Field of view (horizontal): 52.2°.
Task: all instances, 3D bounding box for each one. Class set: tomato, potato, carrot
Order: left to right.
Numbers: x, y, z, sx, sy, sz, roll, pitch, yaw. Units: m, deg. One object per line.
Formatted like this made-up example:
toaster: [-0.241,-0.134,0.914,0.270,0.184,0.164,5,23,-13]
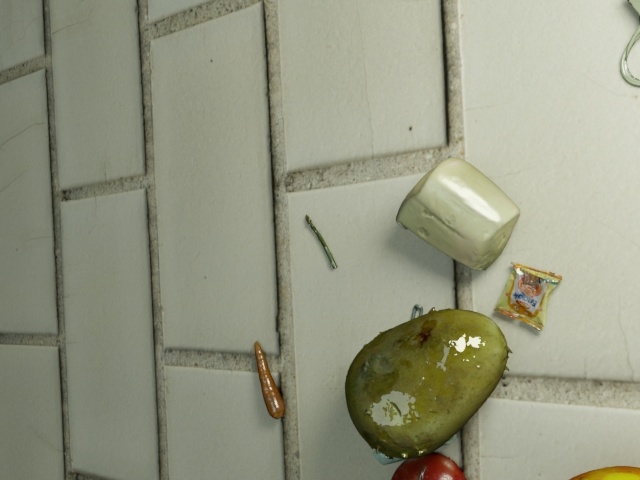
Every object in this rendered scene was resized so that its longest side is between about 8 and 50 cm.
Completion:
carrot: [-0.143,0.370,1.741,0.048,0.048,0.216,-32,68,31]
potato: [0.218,0.278,1.367,0.359,0.219,0.270,-42,46,4]
tomato: [0.237,0.597,1.446,0.228,0.101,0.228,3,94,38]

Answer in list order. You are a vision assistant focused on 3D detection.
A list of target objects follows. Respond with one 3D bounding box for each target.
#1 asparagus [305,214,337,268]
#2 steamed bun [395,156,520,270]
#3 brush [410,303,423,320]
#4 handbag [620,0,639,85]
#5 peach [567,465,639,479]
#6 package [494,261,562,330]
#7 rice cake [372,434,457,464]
asparagus: [0.000,0.000,1.641,0.163,0.016,0.016,60,139,17]
steamed bun: [0.301,-0.059,1.360,0.225,0.170,0.200,41,146,10]
brush: [0.204,0.277,1.507,0.062,0.027,0.266,15,96,33]
handbag: [0.655,-0.388,1.120,0.315,0.109,0.241,-37,70,34]
peach: [0.523,0.571,1.112,0.370,0.370,0.370,1,92,35]
package: [0.424,0.110,1.338,0.108,0.031,0.121,24,105,32]
rice cake: [0.216,0.451,1.476,0.206,0.069,0.063,-31,72,29]
